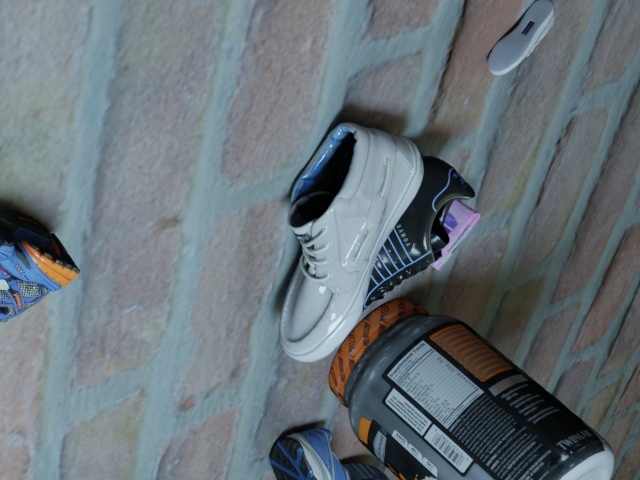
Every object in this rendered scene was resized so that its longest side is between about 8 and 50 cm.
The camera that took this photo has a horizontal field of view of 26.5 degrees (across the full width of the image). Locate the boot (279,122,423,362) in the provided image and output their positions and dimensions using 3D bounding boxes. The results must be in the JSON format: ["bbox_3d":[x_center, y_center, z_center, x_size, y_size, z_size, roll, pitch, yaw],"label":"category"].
[{"bbox_3d":[0.000,0.000,1.368,0.123,0.095,0.258,16,102,-51],"label":"boot"}]

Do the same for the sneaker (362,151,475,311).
[{"bbox_3d":[0.077,0.017,1.453,0.232,0.090,0.081,-61,168,18],"label":"sneaker"}]

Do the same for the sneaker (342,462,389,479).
[{"bbox_3d":[-0.037,0.386,1.738,0.319,0.112,0.131,-20,161,-42],"label":"sneaker"}]

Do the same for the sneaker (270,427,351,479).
[{"bbox_3d":[0.015,0.326,1.649,0.081,0.080,0.211,-25,98,-50],"label":"sneaker"}]

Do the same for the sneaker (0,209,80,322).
[{"bbox_3d":[-0.272,0.014,1.028,0.087,0.083,0.221,-47,148,5],"label":"sneaker"}]

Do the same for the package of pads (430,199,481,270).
[{"bbox_3d":[0.140,-0.012,1.559,0.083,0.050,0.032,-52,155,3],"label":"package of pads"}]

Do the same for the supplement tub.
[{"bbox_3d":[0.168,0.219,1.586,0.193,0.316,0.193,-32,145,-26],"label":"supplement tub"}]

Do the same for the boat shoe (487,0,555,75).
[{"bbox_3d":[0.219,-0.213,1.461,0.100,0.035,0.035,-53,147,-8],"label":"boat shoe"}]
